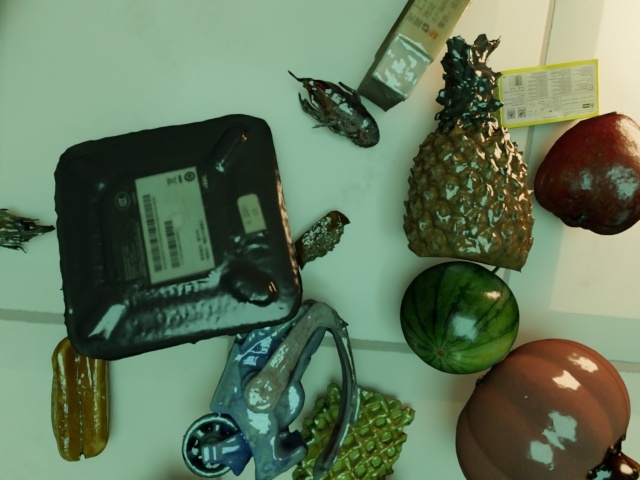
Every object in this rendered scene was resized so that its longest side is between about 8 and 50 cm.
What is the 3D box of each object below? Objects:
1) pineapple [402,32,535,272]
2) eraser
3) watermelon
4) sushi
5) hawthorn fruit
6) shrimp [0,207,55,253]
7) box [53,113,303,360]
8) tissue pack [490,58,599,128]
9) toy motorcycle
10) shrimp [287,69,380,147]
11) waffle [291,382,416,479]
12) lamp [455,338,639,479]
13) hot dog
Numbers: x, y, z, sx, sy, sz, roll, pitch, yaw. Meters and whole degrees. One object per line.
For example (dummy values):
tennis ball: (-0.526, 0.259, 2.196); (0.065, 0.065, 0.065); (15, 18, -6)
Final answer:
pineapple: (0.237, -0.138, 0.700); (0.201, 0.202, 0.363); (3, 93, -5)
eraser: (0.184, -0.373, 0.693); (0.078, 0.144, 0.344); (31, 95, -9)
watermelon: (0.234, 0.122, 0.746); (0.187, 0.214, 0.188); (15, 122, 26)
sushi: (0.000, 0.000, 0.774); (0.120, 0.052, 0.055); (-40, 83, -1)
hawthorn fruit: (0.464, -0.118, 0.739); (0.185, 0.185, 0.202); (21, 82, -7)
shrimp: (-0.586, 0.033, 0.735); (0.295, 0.058, 0.169); (-3, 105, 0)
box: (-0.221, -0.017, 0.686); (0.349, 0.091, 0.360); (-13, 77, -1)
tissue pack: (0.378, -0.248, 0.764); (0.175, 0.062, 0.095); (-9, 100, -4)
toy motorcycle: (-0.062, 0.246, 0.707); (0.240, 0.182, 0.319); (19, 82, 20)
shrimp: (0.022, -0.222, 0.739); (0.190, 0.073, 0.075); (31, 51, -17)
waffle: (0.053, 0.376, 0.822); (0.203, 0.054, 0.224); (18, 96, -17)
lamp: (0.368, 0.312, 0.717); (0.305, 0.305, 0.239); (-48, 54, 3)
hot dog: (-0.415, 0.263, 0.770); (0.092, 0.062, 0.236); (2, 92, -20)
